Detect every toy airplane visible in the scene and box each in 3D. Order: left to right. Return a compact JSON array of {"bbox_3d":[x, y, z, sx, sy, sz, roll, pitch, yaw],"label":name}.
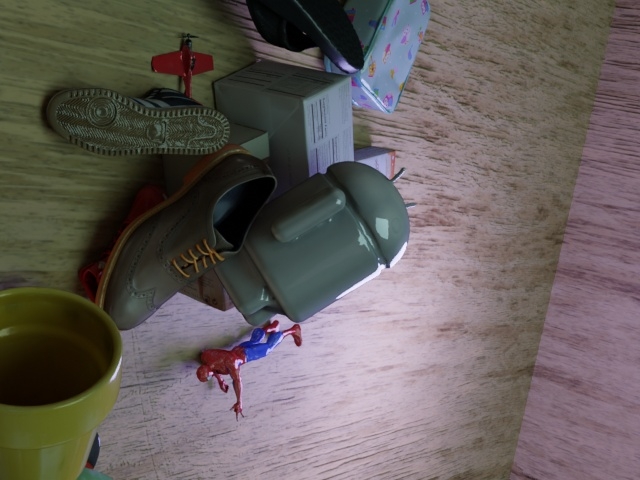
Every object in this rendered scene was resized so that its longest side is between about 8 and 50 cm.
[{"bbox_3d":[-0.226,-0.273,1.815,0.151,0.028,0.151,-26,124,-48],"label":"toy airplane"}]

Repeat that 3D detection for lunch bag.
[{"bbox_3d":[0.120,-0.408,2.217,0.279,0.108,0.224,-67,152,-9],"label":"lunch bag"}]

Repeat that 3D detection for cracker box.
[{"bbox_3d":[0.071,-0.107,2.307,0.232,0.067,0.155,-20,119,-52],"label":"cracker box"}]

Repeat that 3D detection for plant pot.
[{"bbox_3d":[-0.419,0.235,1.556,0.254,0.254,0.239,-35,147,-45],"label":"plant pot"}]

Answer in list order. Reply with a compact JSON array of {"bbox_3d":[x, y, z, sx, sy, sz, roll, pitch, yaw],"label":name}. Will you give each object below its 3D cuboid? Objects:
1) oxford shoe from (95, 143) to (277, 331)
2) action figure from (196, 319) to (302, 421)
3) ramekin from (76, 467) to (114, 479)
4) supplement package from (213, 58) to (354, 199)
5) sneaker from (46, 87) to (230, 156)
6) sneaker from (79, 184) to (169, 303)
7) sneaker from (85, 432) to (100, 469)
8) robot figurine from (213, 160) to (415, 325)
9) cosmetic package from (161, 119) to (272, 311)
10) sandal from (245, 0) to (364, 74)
[{"bbox_3d":[-0.213,0.005,1.695,0.363,0.133,0.130,-52,129,-5],"label":"oxford shoe"},{"bbox_3d":[-0.144,0.254,2.101,0.280,0.091,0.139,-15,106,-54],"label":"action figure"},{"bbox_3d":[-0.407,0.508,1.633,0.303,0.148,0.303,-13,121,-22],"label":"ramekin"},{"bbox_3d":[-0.060,-0.170,1.948,0.145,0.204,0.261,-35,131,-44],"label":"supplement package"},{"bbox_3d":[-0.298,-0.193,1.693,0.282,0.153,0.099,4,105,-26],"label":"sneaker"},{"bbox_3d":[-0.315,0.018,1.750,0.128,0.087,0.221,-2,104,-58],"label":"sneaker"},{"bbox_3d":[-0.448,0.425,1.719,0.145,0.090,0.270,5,100,-51],"label":"sneaker"},{"bbox_3d":[0.000,0.000,1.793,0.353,0.199,0.300,-31,163,-4],"label":"robot figurine"},{"bbox_3d":[-0.172,-0.047,1.891,0.153,0.129,0.296,-30,127,-40],"label":"cosmetic package"},{"bbox_3d":[-0.086,-0.419,1.801,0.446,0.107,0.167,35,40,-40],"label":"sandal"}]
